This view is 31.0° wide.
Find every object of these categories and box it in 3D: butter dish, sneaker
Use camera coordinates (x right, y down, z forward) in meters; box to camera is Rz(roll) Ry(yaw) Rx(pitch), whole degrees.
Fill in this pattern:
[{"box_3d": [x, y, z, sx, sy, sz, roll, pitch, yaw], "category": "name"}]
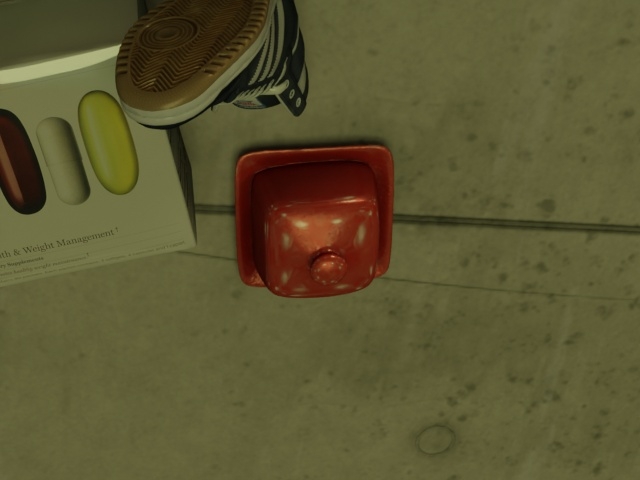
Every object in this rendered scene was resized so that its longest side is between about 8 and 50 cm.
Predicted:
[{"box_3d": [0.000, 0.000, 1.121, 0.160, 0.118, 0.160, -3, 123, -7], "category": "butter dish"}, {"box_3d": [-0.077, -0.136, 0.940, 0.099, 0.282, 0.153, 7, 131, 13], "category": "sneaker"}]

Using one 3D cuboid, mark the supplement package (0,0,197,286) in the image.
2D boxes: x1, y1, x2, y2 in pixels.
[{"box_3d": [-0.225, -0.094, 1.004, 0.194, 0.149, 0.203, -13, 124, -2], "category": "supplement package"}]
